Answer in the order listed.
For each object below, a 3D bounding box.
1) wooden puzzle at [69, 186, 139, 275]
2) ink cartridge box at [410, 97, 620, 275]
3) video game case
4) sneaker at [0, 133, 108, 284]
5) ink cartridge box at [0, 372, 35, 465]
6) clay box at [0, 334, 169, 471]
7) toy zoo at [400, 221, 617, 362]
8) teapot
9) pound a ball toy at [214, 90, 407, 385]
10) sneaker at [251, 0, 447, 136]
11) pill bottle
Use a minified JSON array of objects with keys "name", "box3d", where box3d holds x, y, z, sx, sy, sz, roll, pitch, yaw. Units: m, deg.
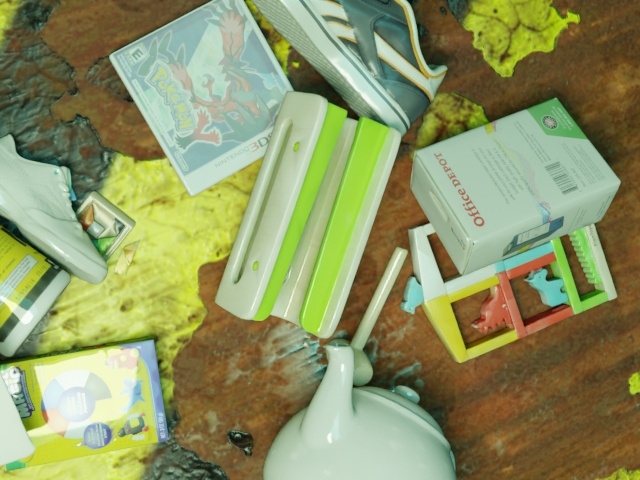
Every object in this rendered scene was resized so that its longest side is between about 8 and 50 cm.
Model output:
[{"name":"wooden puzzle","box3d":[-0.275,-0.013,1.058,0.116,0.014,0.078,32,84,-11]},{"name":"ink cartridge box","box3d":[0.242,-0.070,1.099,0.212,0.093,0.154,-21,61,-13]},{"name":"video game case","box3d":[-0.135,-0.186,1.081,0.183,0.023,0.201,-31,97,-10]},{"name":"sneaker","box3d":[-0.319,-0.042,1.016,0.212,0.080,0.094,42,67,-3]},{"name":"ink cartridge box","box3d":[-0.504,0.172,0.909,0.354,0.119,0.207,-14,122,-8]},{"name":"clay box","box3d":[-0.303,0.197,1.034,0.222,0.053,0.127,-9,92,-13]},{"name":"toy zoo","box3d":[0.243,0.040,1.163,0.293,0.030,0.192,-21,95,-11]},{"name":"teapot","box3d":[0.070,0.265,1.038,0.253,0.256,0.187,30,67,3]},{"name":"pound a ball toy","box3d":[0.000,0.000,1.070,0.208,0.136,0.319,17,93,-33]},{"name":"sneaker","box3d":[0.024,-0.277,1.065,0.127,0.126,0.321,-47,110,-4]},{"name":"pill bottle","box3d":[-0.403,0.028,0.977,0.208,0.119,0.119,38,83,-11]}]
